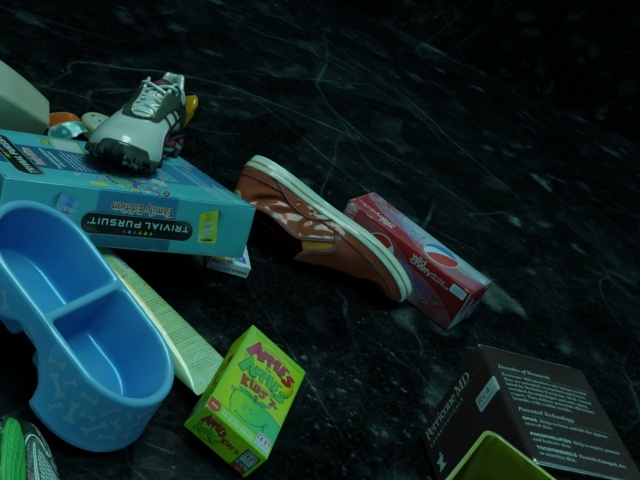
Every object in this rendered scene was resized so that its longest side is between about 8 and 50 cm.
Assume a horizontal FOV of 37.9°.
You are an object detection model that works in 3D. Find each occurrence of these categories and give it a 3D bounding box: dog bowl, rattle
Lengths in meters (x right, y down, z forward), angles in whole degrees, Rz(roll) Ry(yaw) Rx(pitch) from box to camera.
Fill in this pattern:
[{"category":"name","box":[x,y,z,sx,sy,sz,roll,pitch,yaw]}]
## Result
[{"category":"dog bowl","box":[-0.271,0.082,0.998,0.297,0.074,0.166,51,27,4]},{"category":"rattle","box":[-0.317,-0.193,1.467,0.200,0.143,0.130,28,45,-14]}]

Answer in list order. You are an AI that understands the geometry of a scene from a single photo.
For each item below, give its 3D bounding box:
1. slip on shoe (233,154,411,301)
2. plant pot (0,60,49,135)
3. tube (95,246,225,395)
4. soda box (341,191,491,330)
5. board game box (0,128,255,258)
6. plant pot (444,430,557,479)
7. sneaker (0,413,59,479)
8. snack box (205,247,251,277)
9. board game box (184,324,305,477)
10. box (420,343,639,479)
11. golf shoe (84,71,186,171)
[{"category":"slip on shoe","box":[0.000,0.000,1.471,0.331,0.101,0.123,36,-12,-7]},{"category":"plant pot","box":[-0.454,-0.180,1.356,0.096,0.109,0.109,26,24,-30]},{"category":"tube","box":[-0.210,0.099,1.149,0.240,0.062,0.070,40,64,15]},{"category":"soda box","box":[0.148,0.030,1.557,0.263,0.083,0.092,39,29,20]},{"category":"board game box","box":[-0.297,-0.066,1.251,0.336,0.079,0.254,5,17,-36]},{"category":"plant pot","box":[0.168,0.354,0.906,0.212,0.187,0.212,37,28,17]},{"category":"sneaker","box":[-0.215,0.295,0.753,0.146,0.134,0.343,10,40,-43]},{"category":"snack box","box":[-0.149,-0.009,1.420,0.064,0.022,0.178,17,29,-23]},{"category":"board game box","box":[-0.084,0.184,1.100,0.092,0.043,0.181,42,27,-7]},{"category":"box","box":[0.253,0.268,1.150,0.167,0.168,0.203,15,29,-21]},{"category":"golf shoe","box":[-0.250,-0.169,1.298,0.105,0.120,0.273,17,15,-2]}]
